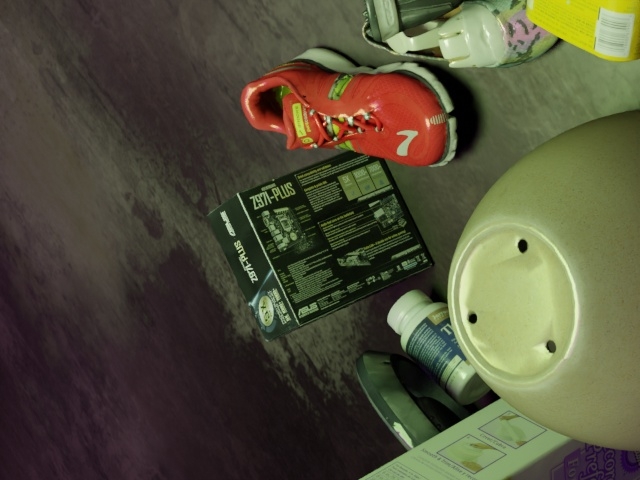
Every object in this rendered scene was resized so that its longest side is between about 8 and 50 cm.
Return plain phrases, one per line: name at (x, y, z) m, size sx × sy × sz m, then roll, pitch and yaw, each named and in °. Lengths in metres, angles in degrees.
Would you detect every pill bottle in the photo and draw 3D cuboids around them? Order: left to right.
pill bottle at (0.125, 0.105, 1.534) m, size 0.120 × 0.067 × 0.067 m, roll 44°, pitch 141°, yaw 30°

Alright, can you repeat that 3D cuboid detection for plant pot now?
plant pot at (0.211, 0.039, 1.189) m, size 0.284 × 0.191 × 0.284 m, roll 7°, pitch 100°, yaw 48°

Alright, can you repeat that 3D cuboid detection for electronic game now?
electronic game at (0.121, 0.195, 1.494) m, size 0.048 × 0.229 × 0.229 m, roll -46°, pitch 64°, yaw 10°

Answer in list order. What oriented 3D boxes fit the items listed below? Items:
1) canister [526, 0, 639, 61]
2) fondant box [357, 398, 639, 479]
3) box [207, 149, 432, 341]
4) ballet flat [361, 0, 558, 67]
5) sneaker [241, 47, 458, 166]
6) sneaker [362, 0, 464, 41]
canister at (0.222, -0.239, 1.177) m, size 0.126 × 0.073 × 0.170 m, roll 37°, pitch 138°, yaw 38°
fondant box at (0.161, 0.277, 1.344) m, size 0.096 × 0.330 × 0.238 m, roll 22°, pitch 127°, yaw 44°
box at (0.000, 0.000, 1.542) m, size 0.077 × 0.180 × 0.147 m, roll -31°, pitch 84°, yaw 57°
ballet flat at (0.118, -0.186, 1.352) m, size 0.221 × 0.079 × 0.076 m, roll 10°, pitch 119°, yaw 52°
sneaker at (0.023, -0.118, 1.494) m, size 0.279 × 0.118 × 0.107 m, roll 17°, pitch 123°, yaw 50°
sneaker at (0.084, -0.240, 1.330) m, size 0.234 × 0.106 × 0.078 m, roll -92°, pitch -11°, yaw -64°
